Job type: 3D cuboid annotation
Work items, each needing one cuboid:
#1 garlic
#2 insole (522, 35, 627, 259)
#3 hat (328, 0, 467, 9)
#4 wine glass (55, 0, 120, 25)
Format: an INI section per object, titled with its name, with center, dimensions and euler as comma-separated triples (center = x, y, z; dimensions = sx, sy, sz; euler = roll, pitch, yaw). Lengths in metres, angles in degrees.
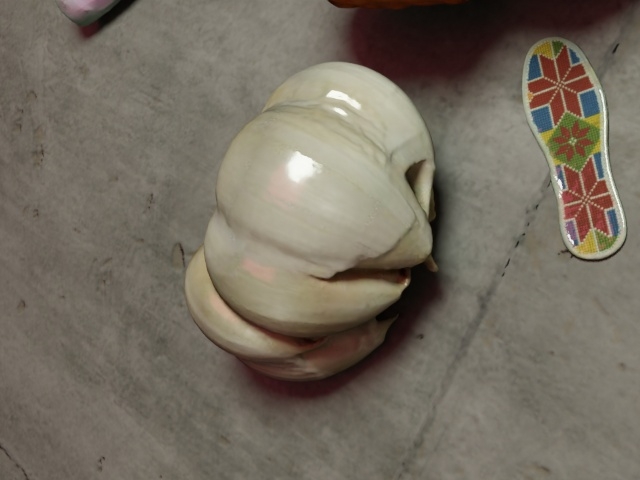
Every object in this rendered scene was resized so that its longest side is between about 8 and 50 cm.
[garlic]
center = -0.002, -0.005, 0.697
dimensions = 0.203, 0.184, 0.281
euler = 26, 95, 15
[insole]
center = 0.202, -0.078, 0.674
dimensions = 0.065, 0.006, 0.194
euler = -17, 71, 31
[hat]
center = 0.153, -0.272, 0.611
dimensions = 0.400, 0.285, 0.285
euler = 22, 94, 24
[wine glass]
center = -0.237, -0.313, 0.977
dimensions = 0.155, 0.073, 0.073
euler = -18, 71, 31
